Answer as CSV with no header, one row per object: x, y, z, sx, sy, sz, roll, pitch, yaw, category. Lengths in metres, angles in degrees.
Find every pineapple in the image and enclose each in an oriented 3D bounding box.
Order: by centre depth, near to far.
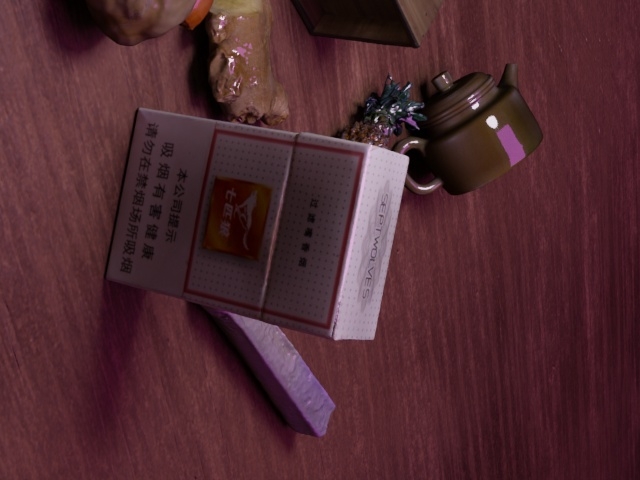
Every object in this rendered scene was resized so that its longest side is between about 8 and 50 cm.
0.074,-0.144,1.859,0.221,0.083,0.103,-54,125,-33,pineapple

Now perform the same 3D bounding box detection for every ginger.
-0.096,-0.213,1.586,0.137,0.074,0.213,-49,144,-38,ginger

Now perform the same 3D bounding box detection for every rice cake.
-0.071,0.160,1.751,0.064,0.070,0.399,-57,142,-23,rice cake

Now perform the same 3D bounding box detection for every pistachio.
-0.184,-0.323,1.356,0.138,0.153,0.238,10,89,-18,pistachio

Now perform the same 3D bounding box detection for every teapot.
0.223,-0.182,2.019,0.267,0.185,0.175,-36,99,-11,teapot

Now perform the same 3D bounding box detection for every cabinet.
0.077,-0.393,1.695,0.215,0.175,0.148,-62,145,-23,cabinet

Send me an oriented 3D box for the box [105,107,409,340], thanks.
-0.076,-0.024,1.431,0.095,0.330,0.210,8,93,-58,box

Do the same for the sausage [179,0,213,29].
-0.144,-0.342,1.462,0.076,0.076,0.197,20,82,-58,sausage
